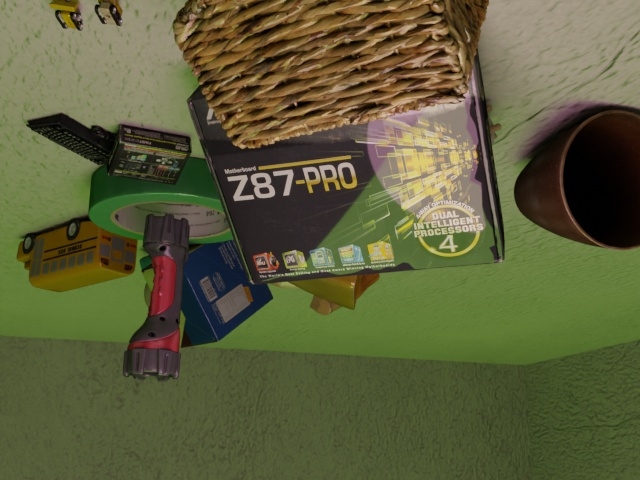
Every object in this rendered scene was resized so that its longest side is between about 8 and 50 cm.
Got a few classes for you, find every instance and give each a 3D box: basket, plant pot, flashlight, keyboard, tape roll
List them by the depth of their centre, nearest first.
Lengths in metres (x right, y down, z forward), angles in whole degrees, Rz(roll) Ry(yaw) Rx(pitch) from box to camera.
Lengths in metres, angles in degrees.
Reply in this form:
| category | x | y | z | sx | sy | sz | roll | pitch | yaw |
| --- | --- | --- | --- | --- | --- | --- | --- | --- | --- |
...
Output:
| category | x | y | z | sx | sy | sz | roll | pitch | yaw |
| --- | --- | --- | --- | --- | --- | --- | --- | --- | --- |
| basket | 0.013 | -0.265 | 0.887 | 0.299 | 0.223 | 0.213 | -9 | 128 | 27 |
| plant pot | 0.427 | -0.090 | 1.336 | 0.215 | 0.215 | 0.230 | 5 | 177 | -17 |
| keyboard | -0.392 | -0.165 | 1.345 | 0.108 | 0.023 | 0.180 | -7 | 163 | 23 |
| flashlight | -0.301 | 0.102 | 1.480 | 0.103 | 0.304 | 0.103 | 2 | 164 | -6 |
| tape roll | -0.285 | -0.071 | 1.566 | 0.321 | 0.077 | 0.321 | 0 | 163 | 0 |
| plant pot | 0.000 | 0.000 | 1.617 | 0.187 | 0.212 | 0.212 | 12 | 164 | 6 |

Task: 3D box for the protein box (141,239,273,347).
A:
| category | x | y | z | sx | sy | sz | roll | pitch | yaw |
| --- | --- | --- | --- | --- | --- | --- | --- | --- | --- |
| protein box | -0.247 | 0.098 | 1.782 | 0.136 | 0.200 | 0.201 | -15 | -165 | 40 |

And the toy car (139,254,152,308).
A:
| category | x | y | z | sx | sy | sz | roll | pitch | yaw |
| --- | --- | --- | --- | --- | --- | --- | --- | --- | --- |
| toy car | -0.311 | 0.114 | 2.069 | 0.210 | 0.219 | 0.238 | -9 | -170 | 29 |

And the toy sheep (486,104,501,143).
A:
| category | x | y | z | sx | sy | sz | roll | pitch | yaw |
| --- | --- | --- | --- | --- | --- | --- | --- | --- | --- |
| toy sheep | 0.229 | -0.166 | 1.236 | 0.091 | 0.091 | 0.132 | -2 | 169 | 8 |

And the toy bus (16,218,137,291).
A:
| category | x | y | z | sx | sy | sz | roll | pitch | yaw |
| --- | --- | --- | --- | --- | --- | --- | --- | --- | --- |
| toy bus | -0.562 | 0.037 | 1.829 | 0.333 | 0.130 | 0.108 | -13 | 159 | 37 |

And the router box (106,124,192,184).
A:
| category | x | y | z | sx | sy | sz | roll | pitch | yaw |
| --- | --- | --- | --- | --- | --- | --- | --- | --- | --- |
| router box | -0.289 | -0.142 | 1.348 | 0.122 | 0.038 | 0.092 | 7 | 145 | -26 |

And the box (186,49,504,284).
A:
| category | x | y | z | sx | sy | sz | roll | pitch | yaw |
| --- | --- | --- | --- | --- | --- | --- | --- | --- | --- |
| box | 0.047 | -0.101 | 1.142 | 0.395 | 0.097 | 0.318 | -5 | 120 | 17 |

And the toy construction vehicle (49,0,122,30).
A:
| category | x | y | z | sx | sy | sz | roll | pitch | yaw |
| --- | --- | --- | --- | --- | --- | --- | --- | --- | --- |
| toy construction vehicle | -0.277 | -0.284 | 0.938 | 0.086 | 0.035 | 0.098 | 9 | 162 | 9 |

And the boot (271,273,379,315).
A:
| category | x | y | z | sx | sy | sz | roll | pitch | yaw |
| --- | --- | --- | --- | --- | --- | --- | --- | --- | --- |
| boot | -0.021 | 0.041 | 1.866 | 0.211 | 0.295 | 0.104 | -34 | 158 | -48 |
